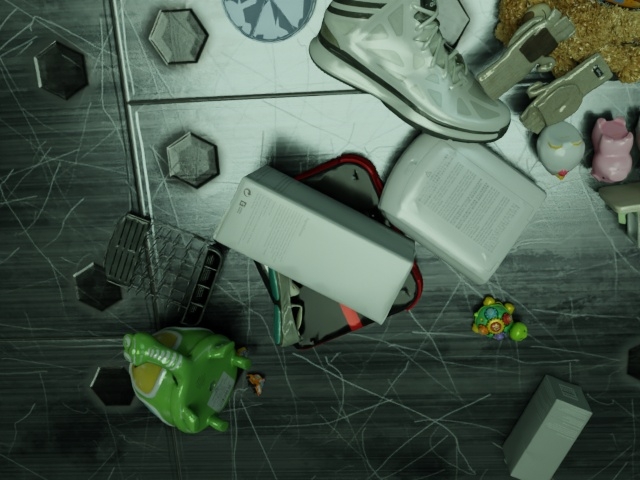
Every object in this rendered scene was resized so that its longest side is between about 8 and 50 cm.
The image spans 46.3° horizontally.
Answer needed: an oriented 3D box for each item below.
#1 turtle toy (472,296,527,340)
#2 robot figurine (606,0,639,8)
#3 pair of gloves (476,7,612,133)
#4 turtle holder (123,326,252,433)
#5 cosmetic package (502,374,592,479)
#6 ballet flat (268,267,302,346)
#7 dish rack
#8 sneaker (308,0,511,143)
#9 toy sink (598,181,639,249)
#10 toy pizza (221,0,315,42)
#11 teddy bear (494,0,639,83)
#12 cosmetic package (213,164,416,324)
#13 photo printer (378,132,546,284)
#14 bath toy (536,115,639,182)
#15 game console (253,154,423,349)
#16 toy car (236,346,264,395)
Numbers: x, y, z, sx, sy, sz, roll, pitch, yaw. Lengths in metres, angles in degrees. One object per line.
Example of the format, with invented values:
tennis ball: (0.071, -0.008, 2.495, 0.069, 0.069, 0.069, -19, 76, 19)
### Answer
turtle toy: (0.421, 0.195, 1.756, 0.130, 0.066, 0.095, 18, 109, -2)
robot figurine: (0.580, -0.564, 1.473, 0.290, 0.085, 0.211, 17, 108, -2)
pair of gloves: (0.439, -0.329, 1.476, 0.240, 0.042, 0.204, 31, 114, -34)
turtle holder: (-0.332, 0.316, 1.728, 0.227, 0.320, 0.244, 17, 99, 22)
cosmetic package: (0.542, 0.461, 1.808, 0.107, 0.127, 0.238, 20, 111, -3)
ballet flat: (-0.078, 0.136, 1.701, 0.068, 0.072, 0.213, -8, 104, -18)
dish rack: (-0.378, 0.062, 1.766, 0.271, 0.074, 0.208, 21, 108, -3)
sneaker: (0.215, -0.377, 1.480, 0.447, 0.169, 0.257, 26, 133, -3)
toy sink: (0.734, -0.048, 1.605, 0.234, 0.153, 0.131, -8, 109, 6)
toy pizza: (-0.109, -0.517, 1.569, 0.201, 0.032, 0.201, 2, 110, 4)
teddy bear: (0.521, -0.416, 1.491, 0.338, 0.113, 0.245, 28, 144, -12)
cosmetic package: (0.000, 0.000, 1.574, 0.385, 0.217, 0.156, 29, 105, 3)
photo printer: (0.296, -0.090, 1.621, 0.307, 0.107, 0.256, 34, 91, -8)
bath toy: (0.633, -0.181, 1.586, 0.348, 0.151, 0.129, -2, 144, 5)
game console: (0.022, 0.029, 1.717, 0.341, 0.060, 0.387, -22, 98, 13)
toy car: (-0.169, 0.321, 1.851, 0.040, 0.060, 0.122, -26, 115, -21)
